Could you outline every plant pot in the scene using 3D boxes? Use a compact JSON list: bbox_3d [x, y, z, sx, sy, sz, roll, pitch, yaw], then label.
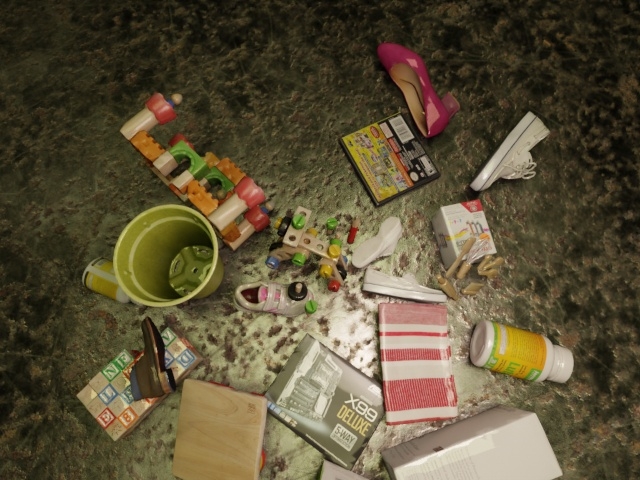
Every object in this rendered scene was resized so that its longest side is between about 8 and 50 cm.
[{"bbox_3d":[-0.399,0.069,1.177,0.276,0.254,0.276,-1,74,2],"label":"plant pot"}]

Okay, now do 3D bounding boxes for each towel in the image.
[{"bbox_3d":[0.280,0.345,1.167,0.237,0.037,0.329,5,73,-22],"label":"towel"}]

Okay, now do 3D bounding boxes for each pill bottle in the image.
[{"bbox_3d":[-0.615,0.130,1.240,0.184,0.103,0.103,22,75,6],"label":"pill bottle"},{"bbox_3d":[0.573,0.324,1.164,0.245,0.136,0.136,15,74,5],"label":"pill bottle"}]

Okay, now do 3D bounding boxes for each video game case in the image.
[{"bbox_3d":[0.235,-0.283,1.396,0.248,0.035,0.275,-25,76,-7],"label":"video game case"}]

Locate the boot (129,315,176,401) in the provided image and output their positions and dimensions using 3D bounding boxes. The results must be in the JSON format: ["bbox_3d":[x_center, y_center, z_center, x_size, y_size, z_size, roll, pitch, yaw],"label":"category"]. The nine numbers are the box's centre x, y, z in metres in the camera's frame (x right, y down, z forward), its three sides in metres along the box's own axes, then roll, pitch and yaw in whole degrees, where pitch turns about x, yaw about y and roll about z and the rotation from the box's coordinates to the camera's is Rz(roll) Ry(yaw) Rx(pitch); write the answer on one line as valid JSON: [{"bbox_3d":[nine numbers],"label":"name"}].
[{"bbox_3d":[-0.478,0.323,1.103,0.106,0.082,0.219,-21,76,-9],"label":"boot"}]

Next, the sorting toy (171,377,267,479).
[{"bbox_3d":[-0.256,0.521,1.097,0.257,0.089,0.256,5,85,23],"label":"sorting toy"}]

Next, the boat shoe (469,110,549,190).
[{"bbox_3d":[0.651,-0.265,1.351,0.156,0.136,0.367,41,68,8],"label":"boat shoe"}]

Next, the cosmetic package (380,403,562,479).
[{"bbox_3d":[0.374,0.575,1.054,0.385,0.217,0.156,-20,75,-7],"label":"cosmetic package"}]

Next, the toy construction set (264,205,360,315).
[{"bbox_3d":[0.000,0.000,1.170,0.257,0.237,0.309,42,59,19],"label":"toy construction set"}]

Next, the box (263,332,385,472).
[{"bbox_3d":[0.018,0.452,1.158,0.307,0.076,0.242,34,76,9],"label":"box"}]

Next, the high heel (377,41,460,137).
[{"bbox_3d":[0.305,-0.531,1.414,0.377,0.127,0.181,43,68,8],"label":"high heel"}]

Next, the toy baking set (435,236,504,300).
[{"bbox_3d":[0.431,0.083,1.193,0.197,0.256,0.030,-42,42,13],"label":"toy baking set"}]

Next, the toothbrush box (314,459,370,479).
[{"bbox_3d":[0.044,0.744,1.014,0.206,0.122,0.283,23,94,6],"label":"toothbrush box"}]

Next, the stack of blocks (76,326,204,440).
[{"bbox_3d":[-0.511,0.391,1.171,0.171,0.087,0.297,43,78,11],"label":"stack of blocks"}]

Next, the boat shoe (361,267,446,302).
[{"bbox_3d":[0.259,0.136,1.242,0.258,0.095,0.084,10,78,2],"label":"boat shoe"}]

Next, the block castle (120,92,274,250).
[{"bbox_3d":[-0.347,-0.205,1.236,0.453,0.303,0.213,43,76,10],"label":"block castle"}]

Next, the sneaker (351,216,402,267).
[{"bbox_3d":[0.190,0.026,1.280,0.212,0.094,0.080,-43,39,-16],"label":"sneaker"}]

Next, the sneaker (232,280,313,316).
[{"bbox_3d":[-0.147,0.175,1.222,0.252,0.111,0.103,-1,74,-1],"label":"sneaker"}]

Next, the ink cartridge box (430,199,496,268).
[{"bbox_3d":[0.442,-0.015,1.269,0.128,0.127,0.176,-12,75,-4],"label":"ink cartridge box"}]
